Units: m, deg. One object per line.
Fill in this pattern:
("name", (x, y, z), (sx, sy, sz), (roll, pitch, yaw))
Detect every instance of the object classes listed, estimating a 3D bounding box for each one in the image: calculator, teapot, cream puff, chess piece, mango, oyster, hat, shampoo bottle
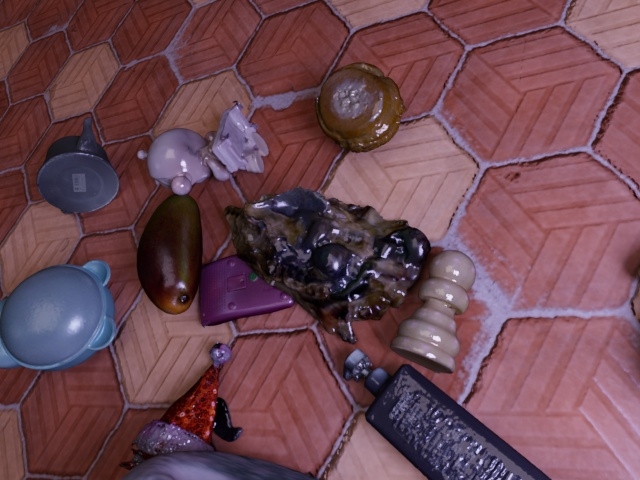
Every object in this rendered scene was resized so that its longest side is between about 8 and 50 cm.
("calculator", (-0.136, 0.077, 0.841), (0.191, 0.034, 0.126), (-15, 62, 17))
("teapot", (-0.563, -0.164, 1.075), (0.239, 0.163, 0.149), (-57, 44, 30))
("cream puff", (0.073, -0.229, 0.823), (0.150, 0.115, 0.165), (-19, 72, 24))
("chess piece", (0.170, 0.094, 0.668), (0.094, 0.094, 0.170), (13, 68, 28))
("mango", (-0.286, 0.018, 0.888), (0.133, 0.111, 0.267), (-38, 46, 37))
("oyster", (-0.007, -0.008, 0.773), (0.361, 0.096, 0.221), (35, 77, 24))
("hat", (-0.210, 0.274, 0.766), (0.140, 0.129, 0.227), (-10, 47, 39))
("shampoo bottle", (0.150, 0.252, 0.615), (0.309, 0.071, 0.098), (36, 88, 31))

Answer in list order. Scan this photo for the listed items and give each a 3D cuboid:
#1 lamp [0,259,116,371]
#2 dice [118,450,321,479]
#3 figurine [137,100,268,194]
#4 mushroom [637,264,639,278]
("lamp", (-0.545, 0.159, 0.925), (0.284, 0.147, 0.209), (-23, 64, 15))
("dice", (-0.080, 0.442, 0.491), (0.348, 0.330, 0.327), (10, 74, 29))
("figurine", (-0.249, -0.167, 0.927), (0.257, 0.144, 0.181), (-13, 65, 20))
("mushroom", (0.439, 0.102, 0.539), (0.097, 0.088, 0.212), (-32, 47, 48))
